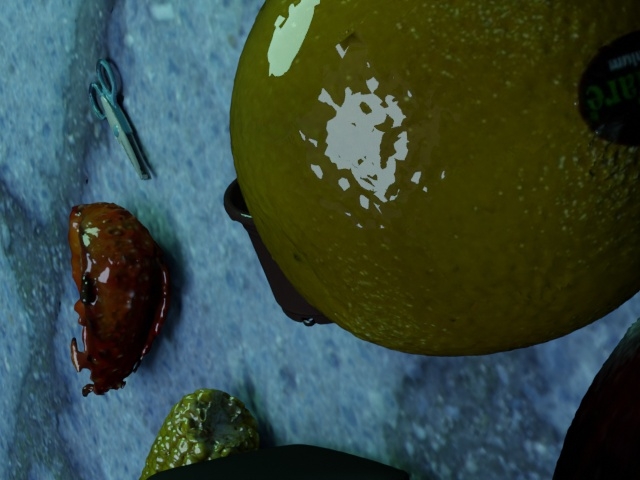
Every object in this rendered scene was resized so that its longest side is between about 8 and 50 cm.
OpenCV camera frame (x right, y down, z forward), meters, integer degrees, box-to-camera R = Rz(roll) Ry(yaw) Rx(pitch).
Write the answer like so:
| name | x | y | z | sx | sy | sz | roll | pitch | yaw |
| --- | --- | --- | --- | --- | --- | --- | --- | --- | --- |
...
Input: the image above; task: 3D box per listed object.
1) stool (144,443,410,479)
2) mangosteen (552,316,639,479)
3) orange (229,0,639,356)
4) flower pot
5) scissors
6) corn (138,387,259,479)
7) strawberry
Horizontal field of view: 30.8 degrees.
| name | x | y | z | sx | sy | sz | roll | pitch | yaw |
| --- | --- | --- | --- | --- | --- | --- | --- | --- | --- |
| stool | -0.041 | 0.234 | 0.781 | 0.232 | 0.232 | 0.141 | 2 | 105 | 51 |
| mangosteen | 0.222 | 0.107 | 0.353 | 0.330 | 0.330 | 0.330 | 19 | 115 | 47 |
| orange | 0.072 | -0.059 | 0.531 | 0.236 | 0.236 | 0.236 | 19 | 115 | 47 |
| flower pot | 0.000 | 0.000 | 0.761 | 0.111 | 0.111 | 0.089 | 17 | 129 | 48 |
| scissors | -0.173 | -0.099 | 1.001 | 0.119 | 0.014 | 0.058 | 62 | 144 | 22 |
| corn | -0.116 | 0.240 | 0.974 | 0.106 | 0.106 | 0.293 | 48 | 130 | 31 |
| strawberry | -0.177 | 0.050 | 1.011 | 0.121 | 0.082 | 0.188 | -117 | 26 | -48 |
